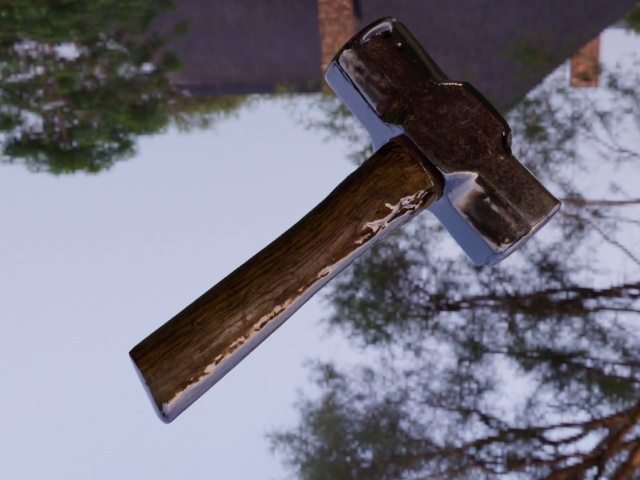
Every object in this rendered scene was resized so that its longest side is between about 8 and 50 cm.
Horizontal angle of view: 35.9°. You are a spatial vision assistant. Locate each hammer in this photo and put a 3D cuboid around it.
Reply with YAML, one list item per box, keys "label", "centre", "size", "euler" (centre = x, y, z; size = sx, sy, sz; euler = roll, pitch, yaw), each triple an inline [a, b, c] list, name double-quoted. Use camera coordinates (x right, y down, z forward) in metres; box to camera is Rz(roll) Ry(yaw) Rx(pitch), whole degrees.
- label: "hammer"
  centre: [0.000, 0.000, 0.858]
  size: [0.409, 0.242, 0.095]
  euler: [-39, 175, -20]
